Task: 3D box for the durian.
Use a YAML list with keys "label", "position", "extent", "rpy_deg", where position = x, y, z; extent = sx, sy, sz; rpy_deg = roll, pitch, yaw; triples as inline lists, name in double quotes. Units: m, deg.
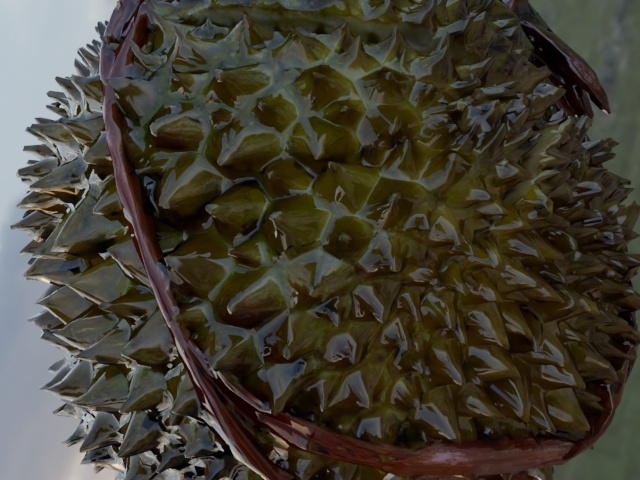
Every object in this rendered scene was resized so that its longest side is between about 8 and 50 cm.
- label: "durian"
  position: [-0.002, -0.005, 0.893]
  extent: [0.384, 0.347, 0.348]
  rpy_deg: [114, 173, -78]
